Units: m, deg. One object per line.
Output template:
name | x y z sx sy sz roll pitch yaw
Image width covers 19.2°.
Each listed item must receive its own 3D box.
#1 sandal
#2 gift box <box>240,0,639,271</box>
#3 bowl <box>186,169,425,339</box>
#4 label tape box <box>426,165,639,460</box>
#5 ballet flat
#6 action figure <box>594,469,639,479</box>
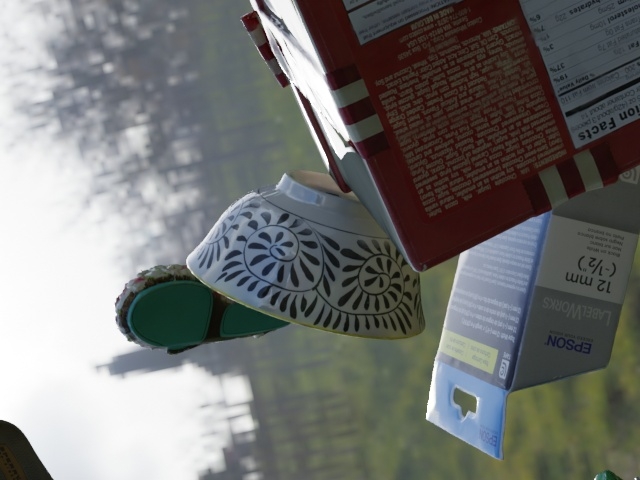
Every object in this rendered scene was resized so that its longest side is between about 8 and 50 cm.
sandal | -0.232 0.241 1.651 0.090 0.060 0.219 -15 -112 -48
gift box | 0.084 -0.176 1.174 0.258 0.255 0.276 -126 15 -68
bowl | 0.000 0.000 1.293 0.170 0.170 0.080 -57 -17 -77
label tape box | 0.232 0.053 2.041 0.249 0.115 0.347 -164 85 -76
ballet flat | -0.120 0.057 1.795 0.241 0.077 0.091 3 -69 -49
action figure | 0.294 0.275 1.878 0.232 0.137 0.063 66 -178 -64
